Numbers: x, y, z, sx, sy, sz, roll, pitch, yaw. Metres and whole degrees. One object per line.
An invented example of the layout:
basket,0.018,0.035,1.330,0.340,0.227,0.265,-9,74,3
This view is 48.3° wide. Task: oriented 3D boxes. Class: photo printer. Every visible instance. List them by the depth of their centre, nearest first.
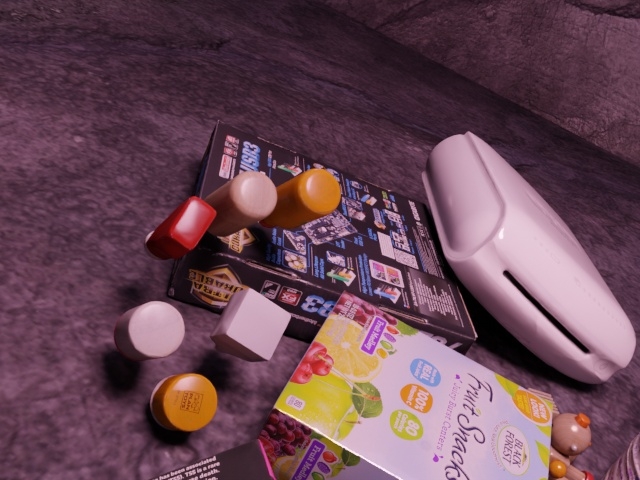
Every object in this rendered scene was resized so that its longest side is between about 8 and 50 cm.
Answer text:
photo printer,0.246,0.017,0.869,0.256,0.107,0.307,41,21,-18

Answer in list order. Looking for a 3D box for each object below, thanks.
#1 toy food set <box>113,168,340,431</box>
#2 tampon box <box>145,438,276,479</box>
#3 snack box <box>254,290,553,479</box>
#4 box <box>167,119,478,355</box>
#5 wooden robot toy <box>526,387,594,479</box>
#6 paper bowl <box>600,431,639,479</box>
toy food set,-0.087,0.032,0.565,0.111,0.104,0.232,34,66,-19
tampon box,-0.039,0.191,0.287,0.101,0.120,0.161,-18,35,-7
snack box,0.072,0.150,0.562,0.207,0.070,0.174,29,31,4
box,0.000,0.000,0.786,0.293,0.073,0.295,19,27,-14
wooden robot toy,0.220,0.183,0.634,0.076,0.079,0.173,26,26,1
paper bowl,0.386,0.252,0.582,0.284,0.148,0.284,20,25,-10
